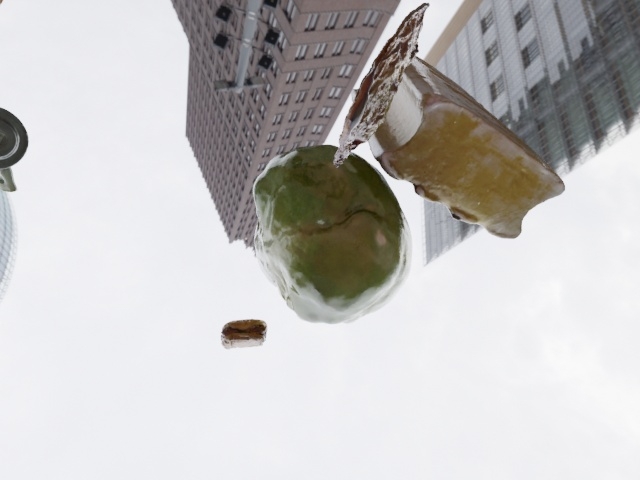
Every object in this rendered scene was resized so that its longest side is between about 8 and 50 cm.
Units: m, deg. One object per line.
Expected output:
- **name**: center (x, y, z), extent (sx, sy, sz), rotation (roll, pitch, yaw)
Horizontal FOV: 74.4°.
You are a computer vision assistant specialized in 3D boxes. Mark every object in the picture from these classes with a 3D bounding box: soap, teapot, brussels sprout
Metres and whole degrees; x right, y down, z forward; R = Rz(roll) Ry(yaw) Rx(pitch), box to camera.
- **soap**: center (0.218, -0.185, 0.748), extent (0.294, 0.156, 0.335), rotation (28, -150, -21)
- **teapot**: center (-0.511, -0.142, 0.634), extent (0.091, 0.092, 0.124), rotation (14, -85, 30)
- **brussels sprout**: center (0.011, 0.004, 0.687), extent (0.274, 0.316, 0.243), rotation (37, -130, 13)

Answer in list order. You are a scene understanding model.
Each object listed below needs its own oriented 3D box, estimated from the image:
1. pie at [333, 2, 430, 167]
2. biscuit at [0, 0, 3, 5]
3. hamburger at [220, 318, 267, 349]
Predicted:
- **pie**: center (0.063, -0.159, 0.422), extent (0.033, 0.088, 0.191), rotation (30, -84, 11)
- **biscuit**: center (-0.416, -0.418, 0.397), extent (0.079, 0.455, 0.349), rotation (1, -96, -14)
- **hamburger**: center (-0.134, 0.164, 0.743), extent (0.084, 0.076, 0.044), rotation (2, -118, -15)
